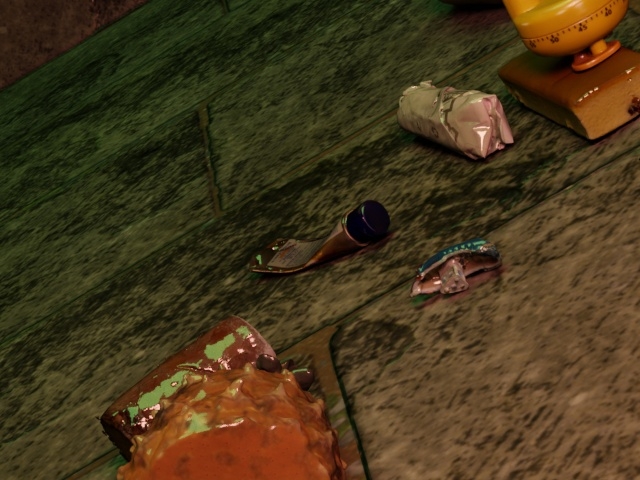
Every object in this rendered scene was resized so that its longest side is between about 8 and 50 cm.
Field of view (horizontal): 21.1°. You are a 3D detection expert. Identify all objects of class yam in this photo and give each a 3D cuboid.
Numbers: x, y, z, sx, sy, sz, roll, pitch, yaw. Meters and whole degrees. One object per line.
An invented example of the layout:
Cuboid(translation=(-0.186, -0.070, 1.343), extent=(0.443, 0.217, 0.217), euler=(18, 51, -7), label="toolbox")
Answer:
Cuboid(translation=(-0.106, 0.130, 1.408), extent=(0.141, 0.079, 0.079), euler=(-38, 20, -20), label="yam")

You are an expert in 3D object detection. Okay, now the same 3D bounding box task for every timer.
Cuboid(translation=(0.221, -0.217, 1.551), extent=(0.107, 0.109, 0.107), euler=(-27, 17, 9), label="timer")

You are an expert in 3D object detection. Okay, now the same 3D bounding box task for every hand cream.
Cuboid(translation=(0.000, 0.000, 1.633), extent=(0.163, 0.039, 0.062), euler=(-21, 23, 46), label="hand cream")

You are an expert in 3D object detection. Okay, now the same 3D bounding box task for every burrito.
Cuboid(translation=(0.127, -0.123, 1.697), extent=(0.064, 0.064, 0.203), euler=(-35, 20, -10), label="burrito")

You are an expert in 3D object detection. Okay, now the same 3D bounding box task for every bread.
Cuboid(translation=(0.240, -0.149, 1.602), extent=(0.088, 0.049, 0.226), euler=(-32, 18, -1), label="bread")

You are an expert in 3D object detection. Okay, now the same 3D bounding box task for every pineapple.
Cuboid(translation=(-0.048, 0.149, 1.201), extent=(0.158, 0.157, 0.278), euler=(-29, 6, 9), label="pineapple")

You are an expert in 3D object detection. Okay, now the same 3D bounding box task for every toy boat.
Cuboid(translation=(0.109, 0.026, 1.395), extent=(0.083, 0.038, 0.038), euler=(-25, 20, 19), label="toy boat")

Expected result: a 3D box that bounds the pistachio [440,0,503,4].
Cuboid(translation=(0.210, -0.364, 2.023), extent=(0.197, 0.166, 0.288), euler=(-12, 9, -16), label="pistachio")
